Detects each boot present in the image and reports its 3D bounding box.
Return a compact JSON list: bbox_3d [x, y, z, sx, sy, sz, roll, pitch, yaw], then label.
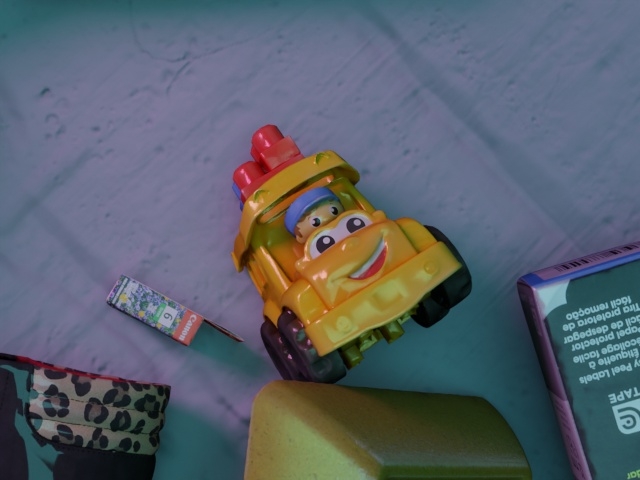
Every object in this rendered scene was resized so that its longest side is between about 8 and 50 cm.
[{"bbox_3d":[-0.302,0.225,1.124,0.377,0.138,0.284,10,87,-10],"label":"boot"}]

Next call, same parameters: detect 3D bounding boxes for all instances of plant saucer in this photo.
[{"bbox_3d":[0.062,0.282,1.082,0.081,0.333,0.333,5,85,36],"label":"plant saucer"}]

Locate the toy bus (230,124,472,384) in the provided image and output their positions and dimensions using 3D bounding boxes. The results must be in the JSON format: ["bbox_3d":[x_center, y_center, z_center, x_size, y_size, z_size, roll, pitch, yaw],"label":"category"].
[{"bbox_3d":[0.000,0.000,1.138,0.149,0.220,0.211,-30,84,-11],"label":"toy bus"}]

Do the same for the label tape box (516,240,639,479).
[{"bbox_3d":[0.324,0.160,1.118,0.249,0.115,0.348,-17,89,1],"label":"label tape box"}]

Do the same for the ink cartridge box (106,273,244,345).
[{"bbox_3d":[-0.121,0.067,1.191,0.115,0.063,0.029,29,83,-4],"label":"ink cartridge box"}]
